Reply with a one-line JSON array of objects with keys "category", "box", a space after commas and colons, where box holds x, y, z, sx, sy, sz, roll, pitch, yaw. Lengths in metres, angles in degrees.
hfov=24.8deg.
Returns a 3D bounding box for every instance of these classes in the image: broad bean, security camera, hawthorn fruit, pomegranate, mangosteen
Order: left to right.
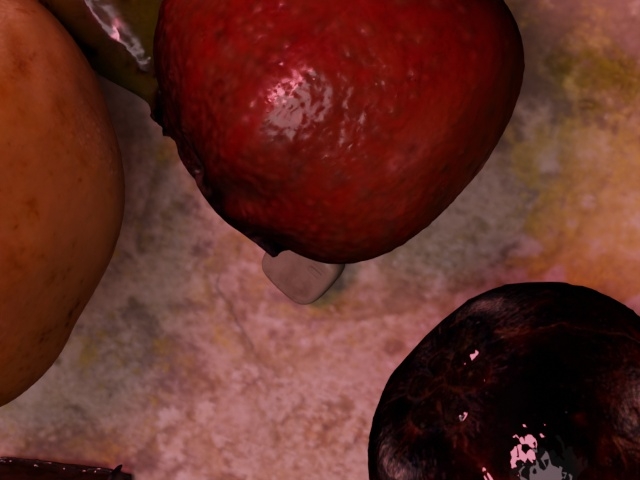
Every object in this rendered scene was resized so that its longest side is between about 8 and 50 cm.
[{"category": "pomegranate", "box": [-0.264, -0.027, 0.905, 0.307, 0.307, 0.307, 3, 106, 10]}, {"category": "broad bean", "box": [-0.164, -0.204, 0.940, 0.077, 0.061, 0.339, -24, 101, 8]}, {"category": "security camera", "box": [0.000, 0.000, 0.980, 0.058, 0.058, 0.092, 46, 121, -4]}, {"category": "hawthorn fruit", "box": [0.024, -0.107, 0.860, 0.249, 0.215, 0.215, -38, 97, -7]}, {"category": "mangosteen", "box": [0.137, 0.141, 0.913, 0.216, 0.216, 0.216, 3, 106, 10]}]

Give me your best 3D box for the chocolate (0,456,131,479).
[{"category": "chocolate", "box": [-0.220, 0.311, 1.080, 0.111, 0.112, 0.321, 12, 109, 17]}]
